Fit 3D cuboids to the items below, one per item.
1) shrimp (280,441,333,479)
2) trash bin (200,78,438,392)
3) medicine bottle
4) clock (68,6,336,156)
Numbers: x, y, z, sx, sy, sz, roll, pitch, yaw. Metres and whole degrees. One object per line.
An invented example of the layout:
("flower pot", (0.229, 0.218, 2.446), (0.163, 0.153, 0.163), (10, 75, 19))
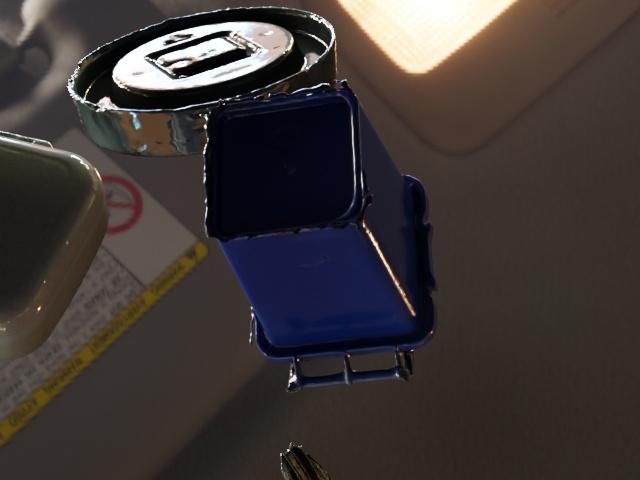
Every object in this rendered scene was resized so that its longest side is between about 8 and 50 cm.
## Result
("shrimp", (0.066, 0.191, 0.697), (0.152, 0.046, 0.219), (-45, -107, 14))
("trash bin", (0.000, 0.000, 0.903), (0.162, 0.234, 0.184), (-7, -116, 11))
("medicine bottle", (-0.436, -0.014, 1.266), (0.375, 0.123, 0.282), (14, -127, 12))
("clock", (-0.118, -0.168, 1.185), (0.280, 0.055, 0.281), (-8, -151, 4))
